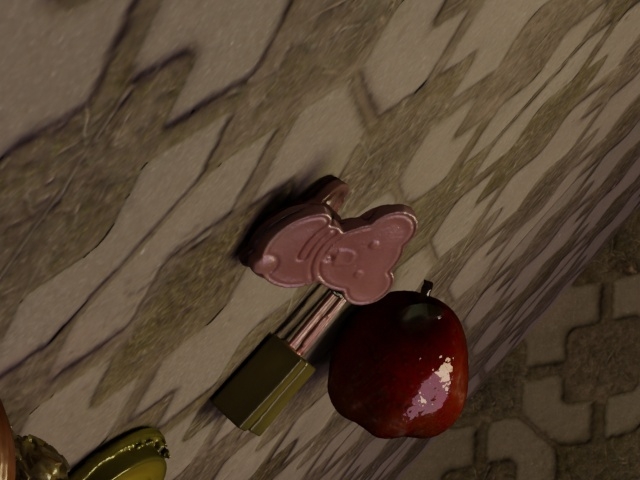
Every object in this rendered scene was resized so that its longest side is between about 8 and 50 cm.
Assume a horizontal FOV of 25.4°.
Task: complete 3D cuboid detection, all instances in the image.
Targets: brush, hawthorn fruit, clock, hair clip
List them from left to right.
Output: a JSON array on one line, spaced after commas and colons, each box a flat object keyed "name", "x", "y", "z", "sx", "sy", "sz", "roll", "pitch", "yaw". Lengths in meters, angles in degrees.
[{"name": "clock", "x": -0.224, "y": 0.284, "z": 1.383, "sx": 0.237, "sy": 0.057, "sz": 0.237, "roll": -43, "pitch": 163, "yaw": -16}, {"name": "brush", "x": -0.017, "y": 0.109, "z": 1.551, "sx": 0.233, "sy": 0.047, "sz": 0.103, "roll": -48, "pitch": 165, "yaw": -4}, {"name": "hair clip", "x": 0.008, "y": 0.007, "z": 1.266, "sx": 0.138, "sy": 0.102, "sz": 0.123, "roll": -28, "pitch": 152, "yaw": -52}, {"name": "hawthorn fruit", "x": 0.100, "y": 0.142, "z": 1.754, "sx": 0.185, "sy": 0.185, "sz": 0.202, "roll": -20, "pitch": 130, "yaw": -61}]

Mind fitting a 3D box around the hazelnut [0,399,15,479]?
[{"name": "hazelnut", "x": -0.243, "y": 0.115, "z": 0.803, "sx": 0.150, "sy": 0.150, "sz": 0.150, "roll": -45, "pitch": 164, "yaw": -16}]

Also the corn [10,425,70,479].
[{"name": "corn", "x": -0.295, "y": 0.269, "z": 1.060, "sx": 0.293, "sy": 0.106, "sz": 0.106, "roll": -51, "pitch": 165, "yaw": 5}]
